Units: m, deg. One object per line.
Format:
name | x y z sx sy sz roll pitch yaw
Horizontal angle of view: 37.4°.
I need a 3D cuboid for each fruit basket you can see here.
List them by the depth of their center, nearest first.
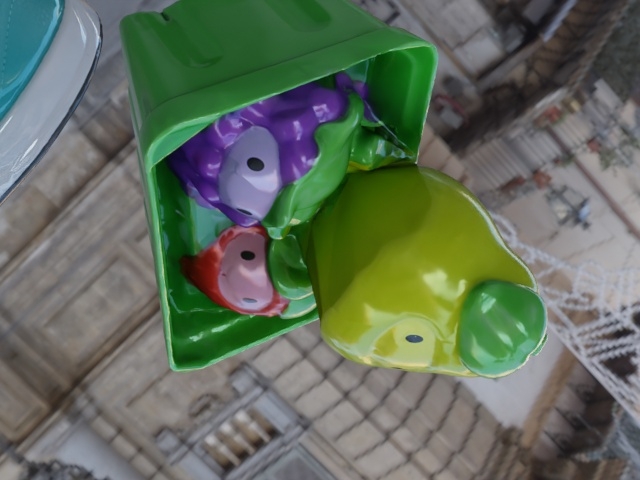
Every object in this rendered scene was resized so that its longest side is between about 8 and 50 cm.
fruit basket | 0.000 0.000 0.814 0.282 0.392 0.392 -22 -177 -18

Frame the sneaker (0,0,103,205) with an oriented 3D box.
sneaker | -0.212 -0.025 0.329 0.123 0.178 0.296 10 -114 37
